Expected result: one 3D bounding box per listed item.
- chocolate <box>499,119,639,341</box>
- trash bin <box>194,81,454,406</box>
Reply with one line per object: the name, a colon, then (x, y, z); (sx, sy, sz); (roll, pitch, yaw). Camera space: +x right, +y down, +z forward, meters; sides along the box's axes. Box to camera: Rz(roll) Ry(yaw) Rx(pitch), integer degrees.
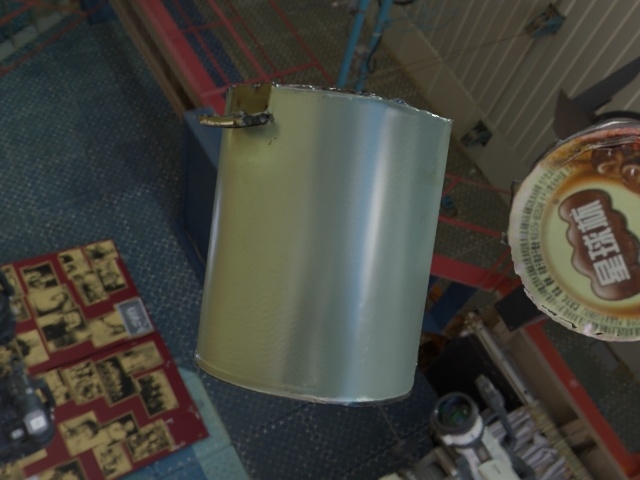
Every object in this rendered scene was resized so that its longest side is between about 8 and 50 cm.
chocolate: (0.291, -0.025, 0.664); (0.221, 0.147, 0.221); (8, -68, 20)
trash bin: (0.000, 0.000, 0.673); (0.217, 0.277, 0.262); (11, -86, 47)
